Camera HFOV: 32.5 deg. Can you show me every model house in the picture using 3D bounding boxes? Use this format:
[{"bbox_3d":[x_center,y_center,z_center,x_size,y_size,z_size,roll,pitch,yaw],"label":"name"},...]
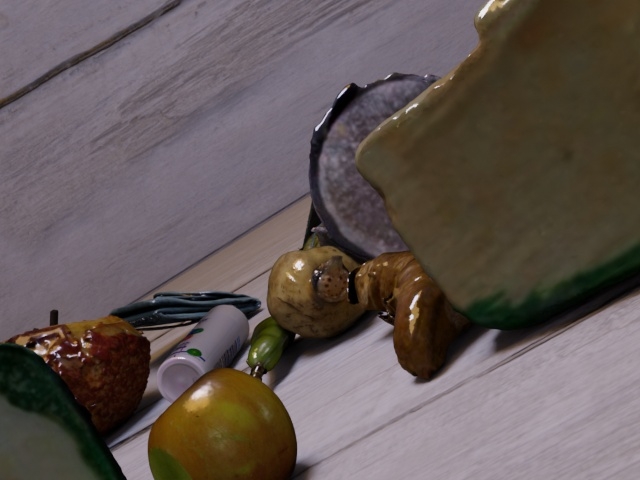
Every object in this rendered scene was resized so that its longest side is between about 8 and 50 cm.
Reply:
[{"bbox_3d":[0.287,-0.121,1.240,0.382,0.334,0.343,-34,-4,27],"label":"model house"},{"bbox_3d":[-0.431,0.303,1.379,0.243,0.298,0.284,-38,9,-35],"label":"model house"}]

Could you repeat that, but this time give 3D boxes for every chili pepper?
[{"bbox_3d":[0.036,0.029,1.749,0.050,0.153,0.041,-39,20,-3],"label":"chili pepper"}]

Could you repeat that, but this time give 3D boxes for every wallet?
[{"bbox_3d":[-0.295,0.144,2.304,0.237,0.075,0.342,-1,-8,-27],"label":"wallet"}]

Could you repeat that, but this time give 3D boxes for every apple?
[{"bbox_3d":[-0.107,0.218,1.185,0.146,0.147,0.163,-37,7,-34],"label":"apple"}]

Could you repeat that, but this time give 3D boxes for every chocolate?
[{"bbox_3d":[0.141,-0.093,1.708,0.303,0.303,0.213,-32,-12,3],"label":"chocolate"}]

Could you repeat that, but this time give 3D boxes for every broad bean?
[{"bbox_3d":[-0.080,0.160,1.691,0.325,0.067,0.075,-58,-10,-82],"label":"broad bean"}]

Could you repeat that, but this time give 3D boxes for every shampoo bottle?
[{"bbox_3d":[-0.191,0.184,1.905,0.092,0.092,0.303,-30,9,21],"label":"shampoo bottle"}]

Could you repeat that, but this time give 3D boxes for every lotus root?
[{"bbox_3d":[-0.004,0.078,1.666,0.155,0.140,0.257,-2,0,-11],"label":"lotus root"}]

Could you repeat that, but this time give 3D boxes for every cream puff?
[{"bbox_3d":[-0.461,0.266,1.967,0.351,0.228,0.350,-15,-9,-2],"label":"cream puff"}]

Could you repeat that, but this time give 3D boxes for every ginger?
[{"bbox_3d":[0.119,0.072,1.354,0.133,0.107,0.309,-20,10,-8],"label":"ginger"}]

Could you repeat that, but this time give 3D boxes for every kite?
[{"bbox_3d":[0.000,0.000,2.011,0.335,0.012,0.314,75,-145,-67],"label":"kite"}]

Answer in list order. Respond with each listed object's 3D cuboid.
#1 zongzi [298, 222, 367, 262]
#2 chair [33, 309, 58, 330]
[{"bbox_3d":[0.101,-0.021,1.860,0.274,0.125,0.251,-31,7,28],"label":"zongzi"},{"bbox_3d":[-0.524,0.323,2.255,0.186,0.319,0.160,13,16,3],"label":"chair"}]
